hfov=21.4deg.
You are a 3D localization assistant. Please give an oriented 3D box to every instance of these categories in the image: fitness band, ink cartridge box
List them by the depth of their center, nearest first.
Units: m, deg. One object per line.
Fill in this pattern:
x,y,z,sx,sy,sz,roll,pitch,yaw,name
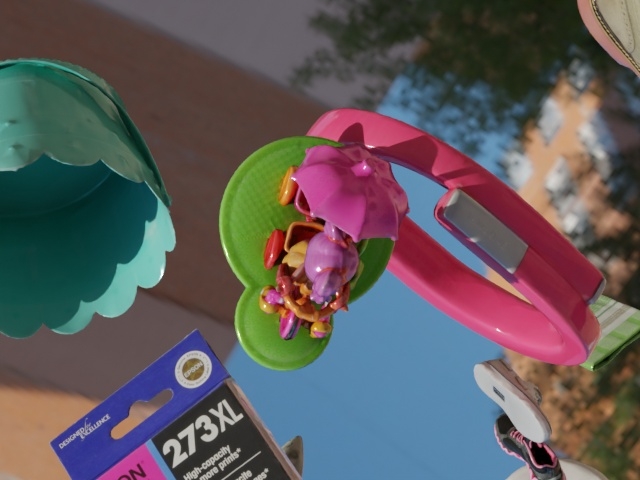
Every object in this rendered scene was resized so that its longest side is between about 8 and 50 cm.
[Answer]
0.104,-0.001,1.331,0.291,0.054,0.209,41,164,-25,fitness band
-0.088,0.252,1.427,0.371,0.175,0.069,53,-179,30,ink cartridge box

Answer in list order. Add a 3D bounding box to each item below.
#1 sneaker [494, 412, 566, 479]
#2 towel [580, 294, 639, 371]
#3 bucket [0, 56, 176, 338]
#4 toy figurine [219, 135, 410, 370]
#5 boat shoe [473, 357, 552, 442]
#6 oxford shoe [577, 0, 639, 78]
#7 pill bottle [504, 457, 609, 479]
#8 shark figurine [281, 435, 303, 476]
0.245,0.239,1.976,0.119,0.047,0.057,48,164,37,sneaker
0.339,0.114,2.140,0.152,0.113,0.023,27,150,58,towel
-0.305,-0.049,1.801,0.281,0.281,0.183,14,-141,-33,bucket
0.000,0.000,1.142,0.130,0.173,0.159,17,170,-9,toy figurine
0.173,0.134,1.448,0.035,0.035,0.100,-20,-141,-23,boat shoe
0.424,-0.171,1.810,0.348,0.123,0.130,38,173,-14,oxford shoe
0.309,0.393,2.116,0.169,0.169,0.301,45,172,28,pill bottle
-0.082,0.336,1.630,0.116,0.278,0.166,32,-150,-7,shark figurine
